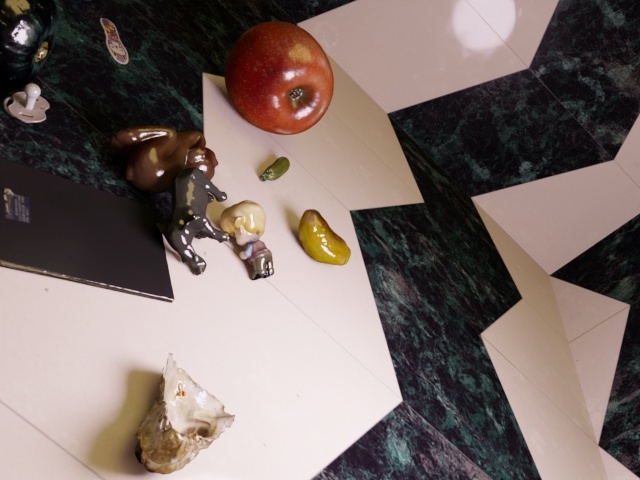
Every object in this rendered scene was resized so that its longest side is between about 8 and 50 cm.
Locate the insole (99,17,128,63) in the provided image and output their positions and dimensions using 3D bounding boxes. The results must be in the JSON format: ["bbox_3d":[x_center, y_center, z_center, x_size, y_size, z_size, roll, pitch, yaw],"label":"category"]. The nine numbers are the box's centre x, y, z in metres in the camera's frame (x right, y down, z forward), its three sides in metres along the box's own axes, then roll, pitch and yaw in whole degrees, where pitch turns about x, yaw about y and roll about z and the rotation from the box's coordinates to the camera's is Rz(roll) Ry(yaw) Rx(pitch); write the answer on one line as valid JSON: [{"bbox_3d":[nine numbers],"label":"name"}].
[{"bbox_3d":[-0.576,-0.558,1.668,0.065,0.004,0.197,13,43,-48],"label":"insole"}]

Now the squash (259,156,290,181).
[{"bbox_3d":[-0.134,-0.215,1.810,0.052,0.052,0.183,46,25,-4],"label":"squash"}]

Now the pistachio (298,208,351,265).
[{"bbox_3d":[-0.001,0.003,1.668,0.189,0.100,0.110,51,48,-13],"label":"pistachio"}]

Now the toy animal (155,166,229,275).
[{"bbox_3d":[-0.279,-0.047,1.297,0.146,0.115,0.244,39,33,-56],"label":"toy animal"}]

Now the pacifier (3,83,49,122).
[{"bbox_3d":[-0.588,-0.282,1.199,0.082,0.078,0.099,15,40,-27],"label":"pacifier"}]

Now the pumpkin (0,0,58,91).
[{"bbox_3d":[-0.612,-0.402,1.156,0.163,0.233,0.233,33,30,-18],"label":"pumpkin"}]

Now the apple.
[{"bbox_3d":[-0.126,-0.508,1.892,0.349,0.348,0.277,20,26,-43],"label":"apple"}]

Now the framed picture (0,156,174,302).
[{"bbox_3d":[-0.440,-0.016,1.131,0.339,0.014,0.255,20,37,-44],"label":"framed picture"}]

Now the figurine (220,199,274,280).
[{"bbox_3d":[-0.168,0.000,1.439,0.114,0.108,0.195,-11,80,-49],"label":"figurine"}]

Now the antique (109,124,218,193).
[{"bbox_3d":[-0.344,-0.181,1.380,0.257,0.121,0.143,-10,69,-59],"label":"antique"}]

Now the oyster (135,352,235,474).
[{"bbox_3d":[-0.229,0.290,0.958,0.162,0.107,0.233,39,9,-6],"label":"oyster"}]
